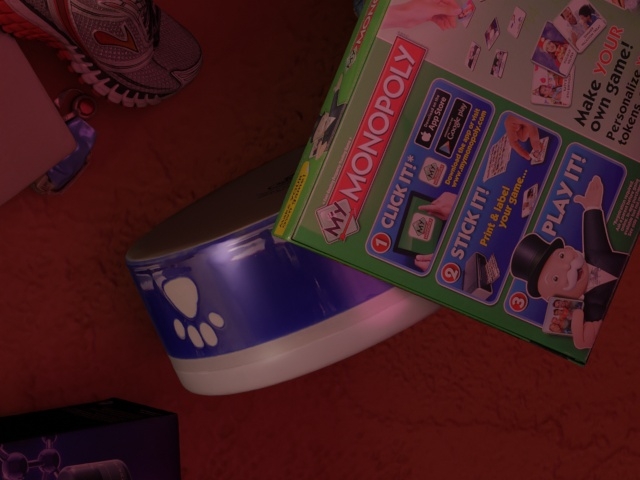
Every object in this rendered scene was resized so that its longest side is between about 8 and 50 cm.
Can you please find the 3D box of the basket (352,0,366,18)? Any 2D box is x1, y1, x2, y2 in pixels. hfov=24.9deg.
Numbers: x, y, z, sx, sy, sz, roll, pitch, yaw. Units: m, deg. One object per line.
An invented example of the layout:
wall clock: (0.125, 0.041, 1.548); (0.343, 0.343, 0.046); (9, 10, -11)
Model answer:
basket: (0.166, -0.177, 1.070); (0.201, 0.289, 0.255); (-43, 106, -14)

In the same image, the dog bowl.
dog bowl: (0.000, 0.000, 1.026); (0.265, 0.265, 0.104); (-29, 102, -18)

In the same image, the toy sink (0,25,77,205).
toy sink: (-0.297, -0.057, 0.924); (0.153, 0.131, 0.234); (60, 36, -15)

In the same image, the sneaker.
sneaker: (-0.145, -0.161, 1.006); (0.225, 0.092, 0.088); (27, 44, -58)

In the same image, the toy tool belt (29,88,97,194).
toy tool belt: (-0.186, -0.072, 1.061); (0.052, 0.051, 0.083); (38, 79, -20)

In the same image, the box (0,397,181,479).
box: (-0.195, 0.257, 1.028); (0.184, 0.103, 0.261); (-6, 95, -35)

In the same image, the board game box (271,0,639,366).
board game box: (0.127, -0.109, 0.891); (0.213, 0.046, 0.317); (23, 88, -17)
